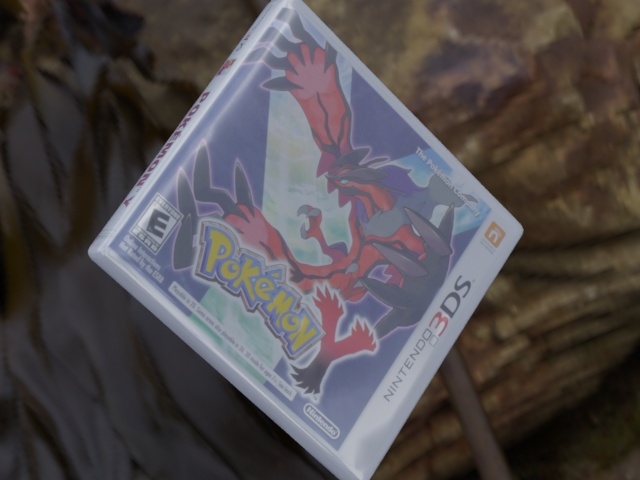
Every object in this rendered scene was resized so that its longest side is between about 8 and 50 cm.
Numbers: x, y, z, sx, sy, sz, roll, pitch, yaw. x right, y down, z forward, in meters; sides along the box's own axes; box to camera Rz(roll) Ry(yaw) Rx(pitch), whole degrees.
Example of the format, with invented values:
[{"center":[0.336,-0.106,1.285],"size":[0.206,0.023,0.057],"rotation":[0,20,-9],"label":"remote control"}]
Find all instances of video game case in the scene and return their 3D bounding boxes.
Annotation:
[{"center":[0.000,0.000,1.002],"size":[0.023,0.201,0.183],"rotation":[-7,44,58],"label":"video game case"}]
